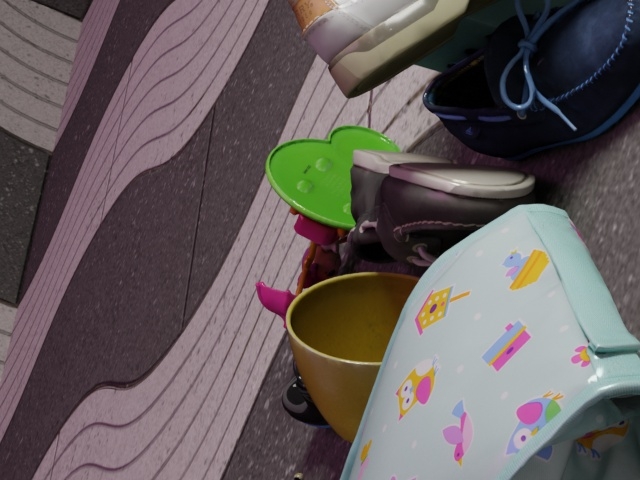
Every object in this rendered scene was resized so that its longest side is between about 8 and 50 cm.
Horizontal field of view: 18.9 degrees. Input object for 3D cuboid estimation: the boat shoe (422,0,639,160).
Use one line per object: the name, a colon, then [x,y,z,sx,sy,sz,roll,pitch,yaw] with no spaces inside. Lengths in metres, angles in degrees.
boat shoe: [0.152,-0.113,1.369,0.258,0.089,0.109,-37,35,58]

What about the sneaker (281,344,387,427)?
sneaker: [0.009,0.107,1.579,0.188,0.078,0.067,146,141,-64]

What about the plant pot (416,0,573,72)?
plant pot: [0.132,-0.251,1.493,0.165,0.165,0.234,145,135,-63]

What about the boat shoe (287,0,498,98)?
boat shoe: [0.114,-0.221,1.342,0.302,0.103,0.113,-33,-5,-16]

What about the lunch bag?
lunch bag: [0.112,0.132,1.087,0.223,0.160,0.262,-102,30,-63]

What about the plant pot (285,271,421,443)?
plant pot: [0.043,0.097,1.436,0.134,0.134,0.095,-102,9,-61]

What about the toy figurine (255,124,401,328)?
toy figurine: [0.000,0.000,1.719,0.173,0.130,0.159,-55,-12,-55]

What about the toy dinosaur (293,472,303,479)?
toy dinosaur: [-0.055,0.278,1.660,0.183,0.053,0.093,-48,10,35]

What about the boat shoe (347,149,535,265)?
boat shoe: [0.087,-0.013,1.455,0.335,0.112,0.096,-150,64,-79]
